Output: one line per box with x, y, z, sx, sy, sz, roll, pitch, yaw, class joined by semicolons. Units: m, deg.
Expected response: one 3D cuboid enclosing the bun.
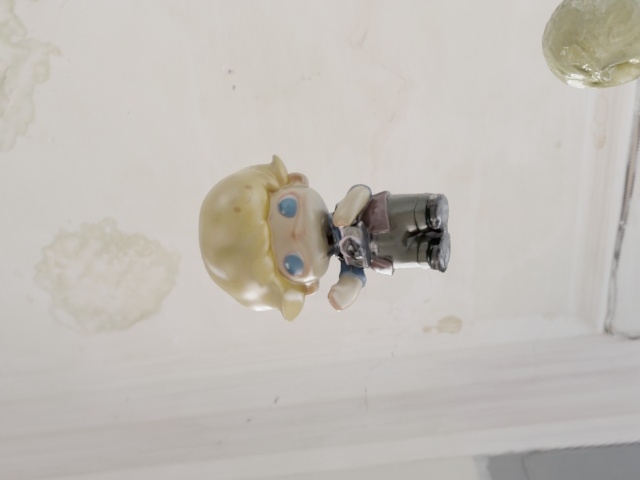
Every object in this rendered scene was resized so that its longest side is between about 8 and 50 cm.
0.192;-0.132;0.477;0.086;0.055;0.086;-2;-36;-2;bun

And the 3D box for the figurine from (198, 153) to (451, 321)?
0.000;0.000;0.551;0.195;0.108;0.114;4;-60;25;figurine
